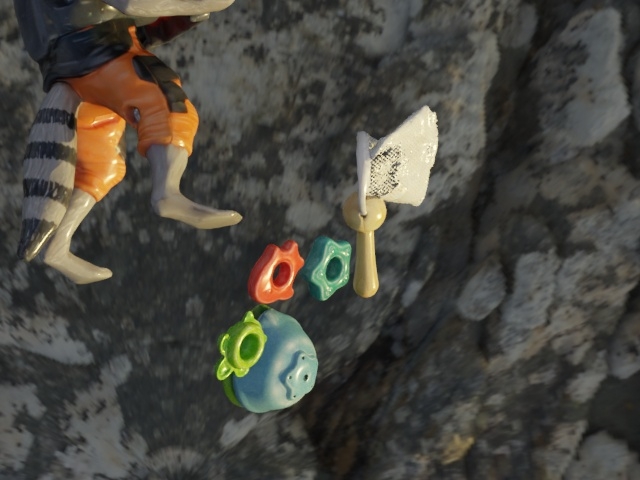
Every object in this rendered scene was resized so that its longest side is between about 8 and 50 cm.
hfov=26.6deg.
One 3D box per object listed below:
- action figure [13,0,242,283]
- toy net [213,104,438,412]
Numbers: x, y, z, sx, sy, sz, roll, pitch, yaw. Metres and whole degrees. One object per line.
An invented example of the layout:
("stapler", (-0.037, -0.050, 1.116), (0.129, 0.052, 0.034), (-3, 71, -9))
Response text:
("action figure", (-0.151, -0.159, 0.987), (0.178, 0.341, 0.330), (-6, 80, -28))
("toy net", (0.000, 0.000, 0.878), (0.045, 0.122, 0.232), (18, 72, 37))
